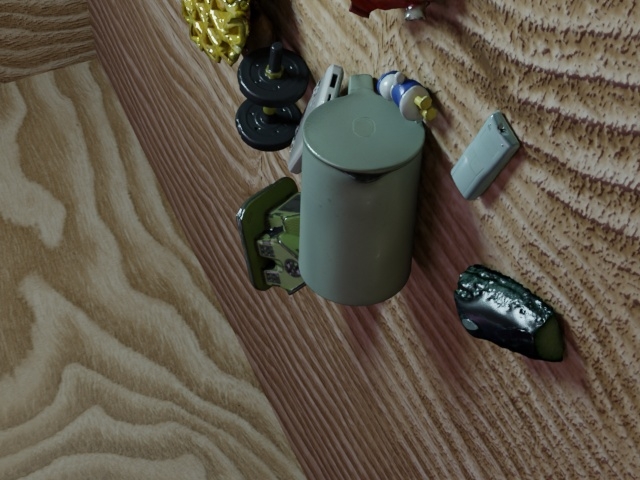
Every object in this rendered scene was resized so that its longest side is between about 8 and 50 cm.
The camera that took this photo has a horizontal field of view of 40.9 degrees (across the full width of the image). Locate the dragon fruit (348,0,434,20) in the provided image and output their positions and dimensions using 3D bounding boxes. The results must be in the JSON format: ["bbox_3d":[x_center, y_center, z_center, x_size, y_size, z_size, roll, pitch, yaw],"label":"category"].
[{"bbox_3d":[0.073,-0.454,1.119,0.282,0.100,0.343,16,124,51],"label":"dragon fruit"}]

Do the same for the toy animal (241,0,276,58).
[{"bbox_3d":[-0.143,-0.441,1.821,0.188,0.089,0.179,-175,72,-69],"label":"toy animal"}]

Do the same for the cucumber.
[{"bbox_3d":[0.270,0.117,1.259,0.193,0.086,0.115,23,129,57],"label":"cucumber"}]

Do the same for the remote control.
[{"bbox_3d":[0.226,-0.114,1.202,0.061,0.029,0.162,62,160,17],"label":"remote control"}]

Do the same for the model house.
[{"bbox_3d":[0.000,0.000,1.805,0.279,0.205,0.218,9,124,35],"label":"model house"}]

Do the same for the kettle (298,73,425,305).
[{"bbox_3d":[0.076,-0.084,1.459,0.205,0.265,0.318,23,140,22],"label":"kettle"}]

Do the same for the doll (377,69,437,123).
[{"bbox_3d":[0.128,-0.225,1.322,0.099,0.058,0.143,57,173,-37],"label":"doll"}]

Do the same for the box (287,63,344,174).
[{"bbox_3d":[-0.013,-0.221,1.616,0.285,0.044,0.142,141,146,-75],"label":"box"}]

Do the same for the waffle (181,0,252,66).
[{"bbox_3d":[-0.228,-0.549,1.748,0.380,0.095,0.382,-144,43,-59],"label":"waffle"}]

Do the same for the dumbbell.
[{"bbox_3d":[-0.102,-0.288,1.761,0.143,0.143,0.325,61,160,24],"label":"dumbbell"}]
